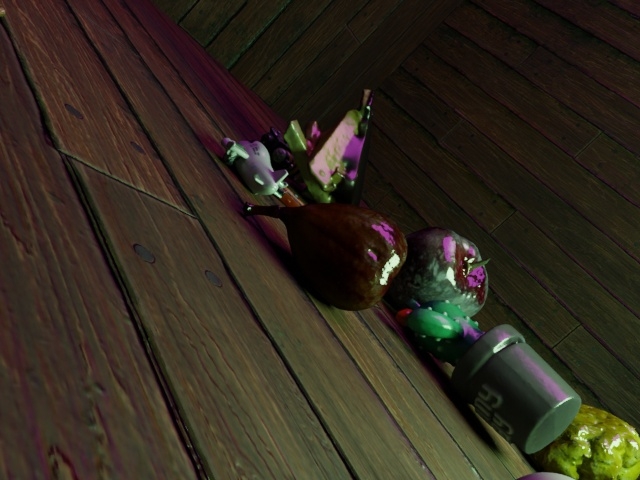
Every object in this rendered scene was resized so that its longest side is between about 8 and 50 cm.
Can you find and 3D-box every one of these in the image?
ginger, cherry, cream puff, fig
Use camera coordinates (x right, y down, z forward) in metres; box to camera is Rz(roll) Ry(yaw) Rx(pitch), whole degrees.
[{"bbox_3d":[0.027,-0.249,1.527,0.211,0.358,0.413,12,-4,8],"label":"ginger"},{"bbox_3d":[0.286,0.086,1.316,0.255,0.218,0.296,34,-29,-29],"label":"cherry"},{"bbox_3d":[0.588,0.464,1.185,0.244,0.244,0.196,-102,174,-72],"label":"cream puff"},{"bbox_3d":[0.000,0.001,0.865,0.274,0.170,0.145,27,-10,3],"label":"fig"}]

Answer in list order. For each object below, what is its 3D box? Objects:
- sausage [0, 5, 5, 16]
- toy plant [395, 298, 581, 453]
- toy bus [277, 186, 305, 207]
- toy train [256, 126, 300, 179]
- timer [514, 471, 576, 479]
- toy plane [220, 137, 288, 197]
[{"bbox_3d":[-0.399,-0.274,0.631,0.015,0.015,0.100,41,11,-24],"label":"sausage"},{"bbox_3d":[0.318,0.237,1.095,0.279,0.185,0.400,11,23,-40],"label":"toy plant"},{"bbox_3d":[-0.082,-0.104,1.220,0.110,0.031,0.043,42,17,-21],"label":"toy bus"},{"bbox_3d":[-0.111,-0.258,1.580,0.132,0.083,0.200,52,12,15],"label":"toy train"},{"bbox_3d":[0.336,0.379,0.523,0.383,0.270,0.270,31,8,8],"label":"timer"},{"bbox_3d":[-0.129,-0.150,1.071,0.174,0.080,0.174,43,8,-8],"label":"toy plane"}]
